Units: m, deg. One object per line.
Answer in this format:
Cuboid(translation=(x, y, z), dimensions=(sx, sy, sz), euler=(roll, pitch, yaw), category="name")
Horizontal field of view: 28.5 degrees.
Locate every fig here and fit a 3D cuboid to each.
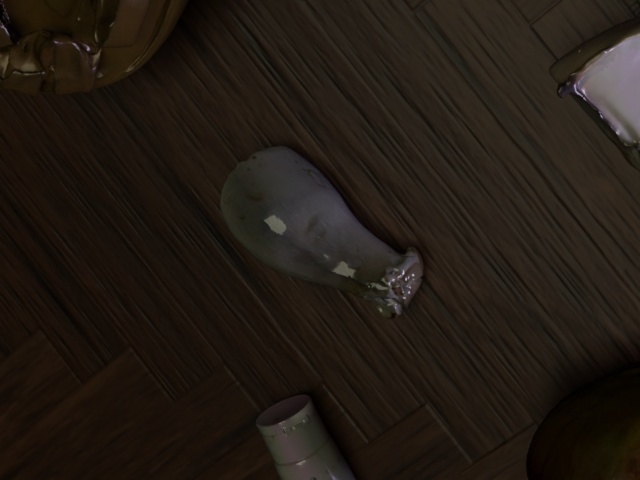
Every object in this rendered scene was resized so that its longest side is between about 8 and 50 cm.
Cuboid(translation=(0.340, 0.184, 1.219), dimensions=(0.290, 0.190, 0.191), euler=(-40, 89, 5), category="fig")

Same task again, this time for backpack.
Cuboid(translation=(-0.280, -0.330, 1.213), dimensions=(0.353, 0.201, 0.378), euler=(8, 122, -9), category="backpack")

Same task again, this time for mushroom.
Cuboid(translation=(0.000, 0.000, 1.317), dimensions=(0.225, 0.093, 0.116), euler=(40, 90, 10), category="mushroom")
Cuboid(translation=(0.334, -0.131, 1.145), dimensions=(0.162, 0.173, 0.236), euler=(-42, 107, 15), category="mushroom")

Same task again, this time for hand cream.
Cuboid(translation=(0.028, 0.321, 1.411), dimensions=(0.111, 0.070, 0.312), euler=(-20, 104, 19), category="hand cream")

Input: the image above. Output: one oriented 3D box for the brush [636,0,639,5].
Cuboid(translation=(0.300, -0.254, 1.183), dimensions=(0.297, 0.068, 0.060), euler=(40, 136, 7), category="brush")
